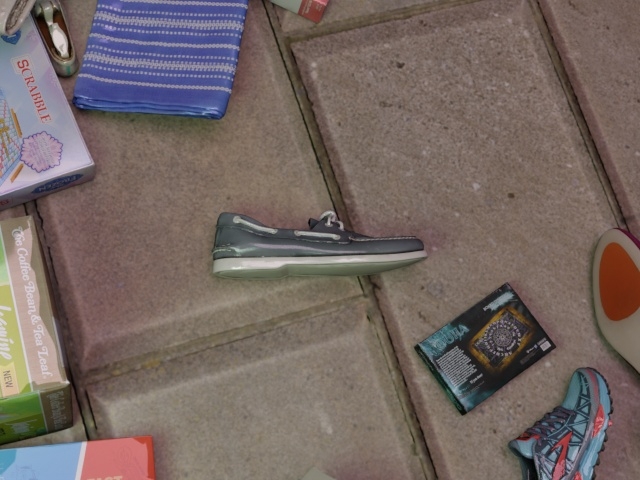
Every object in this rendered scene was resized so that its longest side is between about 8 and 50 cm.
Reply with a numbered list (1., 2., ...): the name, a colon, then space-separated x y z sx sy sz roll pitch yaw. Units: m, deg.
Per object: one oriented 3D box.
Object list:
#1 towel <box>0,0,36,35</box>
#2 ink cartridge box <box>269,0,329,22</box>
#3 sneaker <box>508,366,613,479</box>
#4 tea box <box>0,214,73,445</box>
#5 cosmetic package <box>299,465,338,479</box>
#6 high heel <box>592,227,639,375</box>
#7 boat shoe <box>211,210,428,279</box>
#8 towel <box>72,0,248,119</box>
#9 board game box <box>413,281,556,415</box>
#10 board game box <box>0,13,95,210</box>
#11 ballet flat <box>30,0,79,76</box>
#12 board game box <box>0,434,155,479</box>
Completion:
1. towel: -0.470 -0.419 1.632 0.187 0.049 0.282 12 64 20
2. ink cartridge box: -0.066 -0.447 1.798 0.198 0.067 0.115 24 71 -3
3. sneaker: 0.341 0.296 1.631 0.125 0.104 0.261 20 70 -3
4. tea box: -0.485 0.143 1.388 0.324 0.329 0.219 -13 75 -15
5. cosmetic package: -0.042 0.470 1.461 0.309 0.113 0.160 -47 122 -19
6. high heel: 0.543 0.157 1.738 0.181 0.127 0.377 4 65 -41
7. boat shoe: 0.000 0.000 1.648 0.320 0.116 0.099 -2 77 -7
8. towel: -0.234 -0.341 1.709 0.243 0.040 0.335 5 71 10
9. board game box: 0.248 0.160 1.687 0.186 0.026 0.126 -31 80 -23
10. board game box: -0.532 -0.185 1.621 0.318 0.066 0.318 -20 77 -17
11. ballet flat: -0.404 -0.329 1.700 0.057 0.052 0.168 -22 78 -17
12. board game box: -0.329 0.426 1.472 0.242 0.064 0.316 -4 74 -13
